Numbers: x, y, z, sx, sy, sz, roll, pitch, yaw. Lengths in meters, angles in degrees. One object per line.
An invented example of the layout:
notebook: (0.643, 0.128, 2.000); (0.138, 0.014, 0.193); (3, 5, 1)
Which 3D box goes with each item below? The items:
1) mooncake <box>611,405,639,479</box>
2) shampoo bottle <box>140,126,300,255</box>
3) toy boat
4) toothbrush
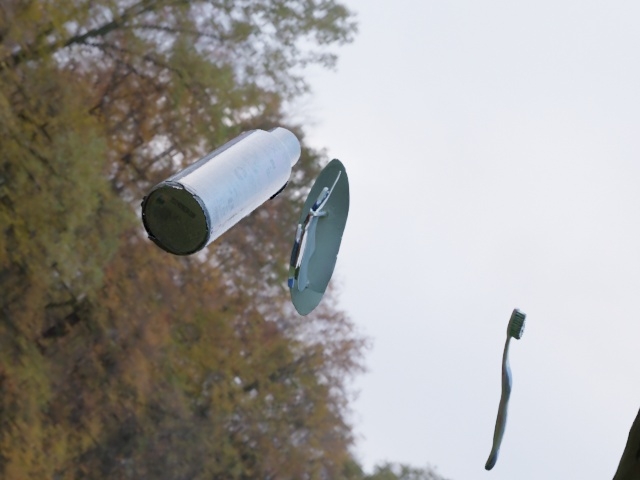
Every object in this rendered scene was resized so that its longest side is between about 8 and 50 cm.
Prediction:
mooncake: (0.313, 0.151, 0.616); (0.154, 0.306, 0.306); (31, -31, 37)
shampoo bottle: (-0.078, -0.053, 0.842); (0.072, 0.214, 0.072); (9, -65, 20)
toy boat: (-0.002, 0.008, 0.621); (0.034, 0.149, 0.105); (12, -66, -1)
toothbrush: (0.269, 0.223, 1.373); (0.027, 0.021, 0.269); (34, -56, 52)
